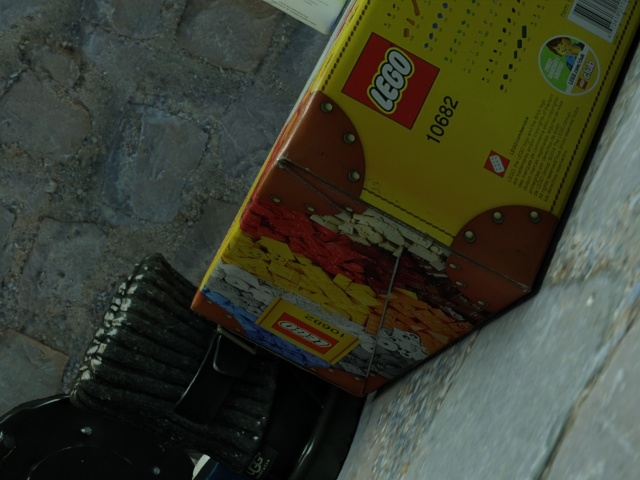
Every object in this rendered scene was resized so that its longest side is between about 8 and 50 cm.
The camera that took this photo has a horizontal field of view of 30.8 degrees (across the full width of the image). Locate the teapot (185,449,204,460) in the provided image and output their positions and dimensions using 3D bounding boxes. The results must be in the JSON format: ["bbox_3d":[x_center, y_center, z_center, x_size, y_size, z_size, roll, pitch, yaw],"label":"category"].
[{"bbox_3d":[-0.137,0.203,1.734,0.256,0.187,0.252,-17,70,59],"label":"teapot"}]

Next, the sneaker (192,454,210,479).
[{"bbox_3d":[-0.092,0.267,1.431,0.121,0.099,0.262,-83,13,-58],"label":"sneaker"}]

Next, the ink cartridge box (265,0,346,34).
[{"bbox_3d":[0.025,-0.311,1.085,0.148,0.086,0.203,-63,4,-22],"label":"ink cartridge box"}]

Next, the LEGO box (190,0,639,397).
[{"bbox_3d":[0.109,-0.155,0.998,0.500,0.193,0.372,-64,5,-23],"label":"LEGO box"}]

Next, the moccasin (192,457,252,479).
[{"bbox_3d":[-0.094,0.300,1.113,0.116,0.138,0.342,-64,-11,29],"label":"moccasin"}]

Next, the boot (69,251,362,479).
[{"bbox_3d":[-0.079,0.091,1.169,0.131,0.260,0.348,-59,5,31],"label":"boot"}]

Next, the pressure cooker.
[{"bbox_3d":[-0.381,0.455,1.661,0.420,0.376,0.369,-49,24,51],"label":"pressure cooker"}]
